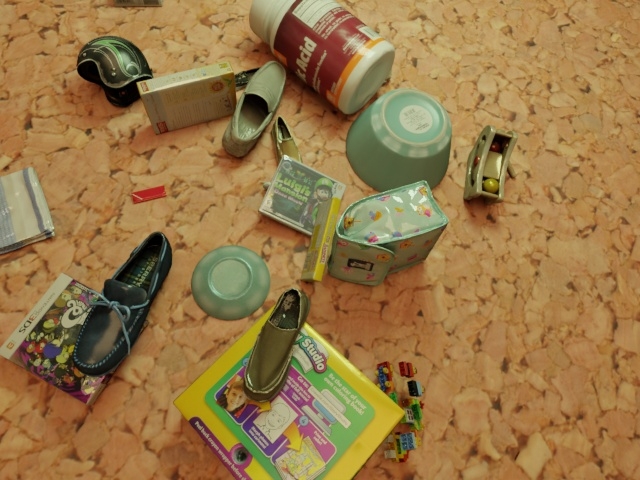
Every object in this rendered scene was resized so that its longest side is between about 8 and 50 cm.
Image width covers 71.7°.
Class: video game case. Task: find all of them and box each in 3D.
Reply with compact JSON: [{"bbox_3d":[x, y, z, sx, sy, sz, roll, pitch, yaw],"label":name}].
[{"bbox_3d":[-0.045,-0.111,1.166,0.190,0.022,0.173,25,72,-10],"label":"video game case"},{"bbox_3d":[-0.546,0.215,0.991,0.232,0.042,0.210,28,67,4],"label":"video game case"}]

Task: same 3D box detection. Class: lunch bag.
[{"bbox_3d":[0.144,-0.002,1.068,0.262,0.223,0.160,-20,66,-14],"label":"lunch bag"}]

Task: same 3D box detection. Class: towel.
[{"bbox_3d":[-0.810,-0.053,1.067,0.285,0.034,0.209,-22,72,-15],"label":"towel"}]

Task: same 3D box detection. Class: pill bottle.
[{"bbox_3d":[-0.002,-0.567,1.270,0.392,0.224,0.224,41,69,9],"label":"pill bottle"}]

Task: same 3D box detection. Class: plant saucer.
[{"bbox_3d":[-0.220,0.096,1.084,0.194,0.037,0.195,3,68,-7],"label":"plant saucer"}]

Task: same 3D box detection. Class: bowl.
[{"bbox_3d":[0.235,-0.295,1.228,0.311,0.163,0.312,2,68,-5],"label":"bowl"}]

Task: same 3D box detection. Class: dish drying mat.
[{"bbox_3d":[-0.447,-0.121,1.154,0.083,0.008,0.032,-16,71,-13],"label":"dish drying mat"}]

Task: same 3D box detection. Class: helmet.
[{"bbox_3d":[-0.556,-0.465,1.193,0.169,0.169,0.161,-40,94,-19],"label":"helmet"}]

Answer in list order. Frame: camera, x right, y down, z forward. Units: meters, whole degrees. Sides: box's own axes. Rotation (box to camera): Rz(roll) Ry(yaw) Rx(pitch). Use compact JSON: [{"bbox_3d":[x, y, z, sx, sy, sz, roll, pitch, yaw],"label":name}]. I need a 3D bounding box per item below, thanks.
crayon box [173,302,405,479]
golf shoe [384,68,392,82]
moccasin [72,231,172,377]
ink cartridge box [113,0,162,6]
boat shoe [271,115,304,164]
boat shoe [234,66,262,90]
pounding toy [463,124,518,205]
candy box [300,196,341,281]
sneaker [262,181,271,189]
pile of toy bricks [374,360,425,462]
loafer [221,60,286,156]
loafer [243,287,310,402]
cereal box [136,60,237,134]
[{"bbox_3d":[-0.065,0.357,0.927,0.363,0.106,0.313,39,68,23],"label":"crayon box"},{"bbox_3d":[0.149,-0.563,1.363,0.176,0.086,0.069,33,70,8],"label":"golf shoe"},{"bbox_3d":[-0.435,0.117,0.964,0.137,0.117,0.342,16,52,-6],"label":"moccasin"},{"bbox_3d":[-0.575,-0.816,1.391,0.145,0.045,0.179,-6,72,-10],"label":"ink cartridge box"},{"bbox_3d":[-0.093,-0.256,1.218,0.068,0.072,0.190,-19,73,-14],"label":"boat shoe"},{"bbox_3d":[-0.224,-0.481,1.306,0.142,0.040,0.049,-20,73,-15],"label":"boat shoe"},{"bbox_3d":[0.508,-0.220,1.237,0.154,0.154,0.270,15,68,-1],"label":"pounding toy"},{"bbox_3d":[0.000,0.000,1.092,0.027,0.105,0.206,18,79,-19],"label":"candy box"},{"bbox_3d":[-0.113,-0.114,1.178,0.098,0.038,0.069,17,67,0],"label":"sneaker"},{"bbox_3d":[0.199,0.381,1.004,0.105,0.118,0.212,25,48,-39],"label":"pile of toy bricks"},{"bbox_3d":[-0.169,-0.375,1.224,0.112,0.111,0.320,27,68,-20],"label":"loafer"},{"bbox_3d":[-0.094,0.201,0.908,0.094,0.087,0.251,12,59,12],"label":"loafer"},{"bbox_3d":[-0.345,-0.376,1.179,0.240,0.173,0.047,-19,72,-15],"label":"cereal box"}]
